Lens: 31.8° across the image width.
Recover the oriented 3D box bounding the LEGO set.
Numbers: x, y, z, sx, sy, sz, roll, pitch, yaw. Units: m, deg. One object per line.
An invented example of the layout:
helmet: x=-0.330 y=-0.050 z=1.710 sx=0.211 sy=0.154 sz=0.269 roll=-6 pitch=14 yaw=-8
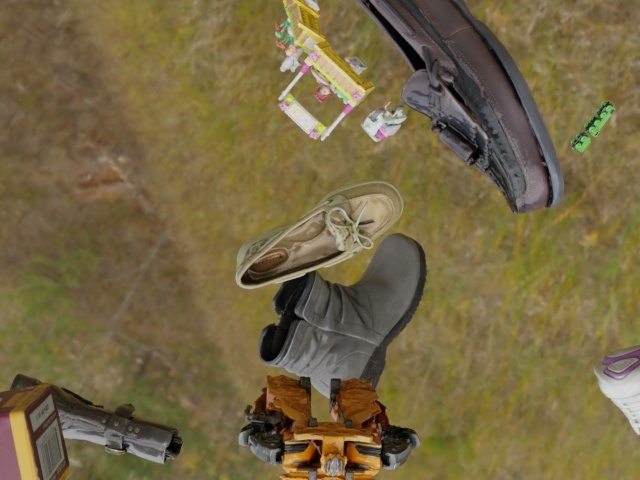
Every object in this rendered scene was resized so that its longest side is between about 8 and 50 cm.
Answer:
LEGO set: x=-0.013 y=-0.239 z=1.572 sx=0.132 sy=0.107 sz=0.287 roll=3 pitch=-135 yaw=-54

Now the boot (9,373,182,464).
boot: x=-0.297 y=0.251 z=1.492 sx=0.229 sy=0.091 sz=0.263 roll=17 pitch=167 yaw=-5

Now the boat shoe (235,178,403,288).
boat shoe: x=0.000 y=0.000 z=1.735 sx=0.104 sy=0.285 sz=0.089 roll=58 pitch=-169 yaw=-15

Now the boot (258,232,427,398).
boot: x=0.043 y=0.093 z=1.865 sx=0.118 sy=0.338 sz=0.223 roll=-5 pitch=145 yaw=46

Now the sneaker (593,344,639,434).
sneaker: x=0.499 y=0.229 z=1.684 sx=0.114 sy=0.152 sz=0.305 roll=-16 pitch=169 yaw=26

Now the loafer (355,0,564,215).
loafer: x=0.088 y=-0.143 z=0.902 sx=0.109 sy=0.095 sz=0.302 roll=84 pitch=162 yaw=-71

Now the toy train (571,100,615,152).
toy train: x=0.385 y=-0.160 z=1.580 sx=0.024 sy=0.083 sz=0.017 roll=24 pitch=-159 yaw=-38

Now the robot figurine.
robot figurine: x=0.006 y=0.234 z=1.368 sx=0.211 sy=0.085 sz=0.291 roll=3 pitch=-169 yaw=-4

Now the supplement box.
supplement box: x=-0.295 y=0.170 z=0.841 sx=0.188 sy=0.081 sz=0.104 roll=-10 pitch=-176 yaw=-1
